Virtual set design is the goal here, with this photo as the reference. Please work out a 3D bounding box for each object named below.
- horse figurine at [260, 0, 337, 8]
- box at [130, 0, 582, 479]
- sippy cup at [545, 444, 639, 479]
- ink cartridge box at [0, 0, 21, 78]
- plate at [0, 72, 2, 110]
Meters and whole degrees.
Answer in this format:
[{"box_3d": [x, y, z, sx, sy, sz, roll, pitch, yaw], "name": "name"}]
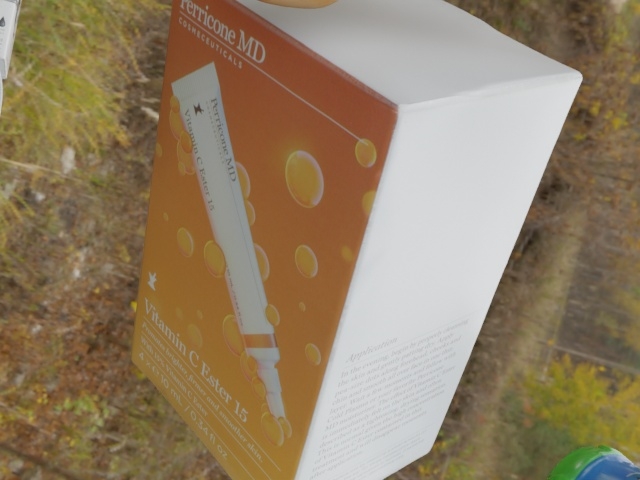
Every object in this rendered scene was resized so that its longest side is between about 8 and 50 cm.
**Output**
[{"box_3d": [0.004, -0.186, 0.436, 0.263, 0.174, 0.066, -24, 172, -36], "name": "horse figurine"}, {"box_3d": [0.000, 0.000, 0.608, 0.168, 0.215, 0.345, -16, 133, -39], "name": "box"}, {"box_3d": [0.390, 0.375, 0.956, 0.305, 0.224, 0.240, -53, 122, -25], "name": "sippy cup"}, {"box_3d": [-0.406, -0.269, 0.974, 0.056, 0.099, 0.135, 140, -44, -66], "name": "ink cartridge box"}, {"box_3d": [-0.330, -0.096, 0.645, 0.188, 0.024, 0.188, -48, 156, -30], "name": "plate"}]
